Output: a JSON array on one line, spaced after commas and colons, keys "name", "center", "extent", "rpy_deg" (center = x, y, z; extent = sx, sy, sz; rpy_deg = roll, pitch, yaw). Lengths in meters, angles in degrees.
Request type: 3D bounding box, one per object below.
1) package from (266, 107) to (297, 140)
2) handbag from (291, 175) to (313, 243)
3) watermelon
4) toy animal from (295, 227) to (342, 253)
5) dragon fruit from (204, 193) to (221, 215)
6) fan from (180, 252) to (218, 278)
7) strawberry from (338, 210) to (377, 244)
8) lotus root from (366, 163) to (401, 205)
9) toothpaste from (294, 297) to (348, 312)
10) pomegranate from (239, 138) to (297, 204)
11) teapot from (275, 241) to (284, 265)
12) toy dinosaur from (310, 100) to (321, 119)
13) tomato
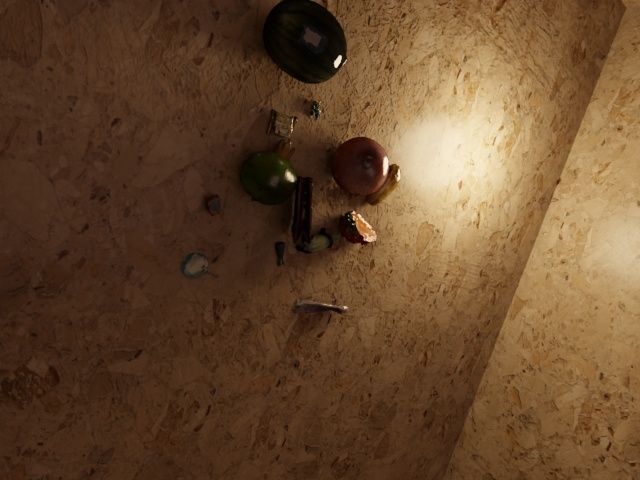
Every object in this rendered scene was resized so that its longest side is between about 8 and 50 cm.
[{"name": "package", "center": [-0.164, -0.490, 1.732], "extent": [0.121, 0.031, 0.108], "rpy_deg": [10, 98, -29]}, {"name": "handbag", "center": [-0.078, -0.135, 1.757], "extent": [0.084, 0.260, 0.275], "rpy_deg": [4, 101, -5]}, {"name": "watermelon", "center": [-0.048, -0.759, 1.578], "extent": [0.359, 0.279, 0.279], "rpy_deg": [22, 91, -41]}, {"name": "toy animal", "center": [0.000, 0.000, 1.928], "extent": [0.225, 0.121, 0.094], "rpy_deg": [-11, 109, -32]}, {"name": "dragon fruit", "center": [-0.435, -0.145, 1.638], "extent": [0.056, 0.060, 0.083], "rpy_deg": [-18, 123, -26]}, {"name": "fan", "center": [-0.500, 0.120, 1.708], "extent": [0.175, 0.005, 0.113], "rpy_deg": [35, 84, -35]}, {"name": "strawberry", "center": [0.173, -0.047, 2.013], "extent": [0.106, 0.188, 0.286], "rpy_deg": [-30, 146, 23]}, {"name": "lotus root", "center": [0.330, -0.280, 2.078], "extent": [0.110, 0.097, 0.258], "rpy_deg": [39, 85, -37]}, {"name": "toothpaste", "center": [0.009, 0.343, 2.080], "extent": [0.301, 0.048, 0.075], "rpy_deg": [9, 126, -28]}, {"name": "pomegranate", "center": [-0.193, -0.287, 1.671], "extent": [0.236, 0.236, 0.302], "rpy_deg": [43, 68, -34]}, {"name": "teapot", "center": [-0.185, 0.063, 1.877], "extent": [0.043, 0.043, 0.111], "rpy_deg": [-11, 114, -30]}, {"name": "toy dinosaur", "center": [-0.018, -0.575, 1.802], "extent": [0.047, 0.030, 0.083], "rpy_deg": [-3, 106, -30]}, {"name": "tomato", "center": [0.183, -0.342, 1.864], "extent": [0.270, 0.227, 0.270], "rpy_deg": [0, 92, -9]}]
